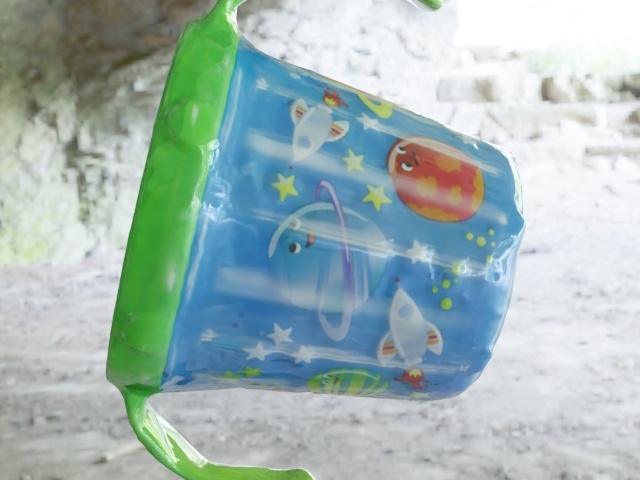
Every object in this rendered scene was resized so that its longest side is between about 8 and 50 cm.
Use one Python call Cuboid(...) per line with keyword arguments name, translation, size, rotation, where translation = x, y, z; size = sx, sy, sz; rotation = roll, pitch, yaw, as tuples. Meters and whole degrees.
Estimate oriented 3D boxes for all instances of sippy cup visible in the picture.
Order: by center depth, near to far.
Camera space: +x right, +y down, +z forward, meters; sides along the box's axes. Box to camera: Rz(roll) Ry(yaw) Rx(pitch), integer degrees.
Cuboid(name="sippy cup", translation=(0.000, 0.000, 0.720), size=(0.224, 0.305, 0.240), rotation=(14, 43, -6))
